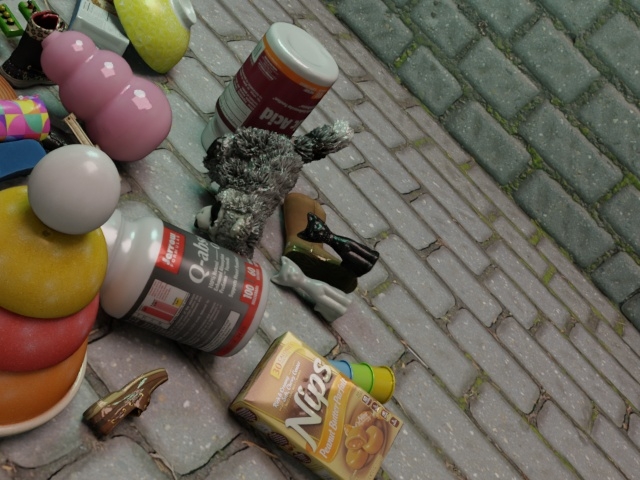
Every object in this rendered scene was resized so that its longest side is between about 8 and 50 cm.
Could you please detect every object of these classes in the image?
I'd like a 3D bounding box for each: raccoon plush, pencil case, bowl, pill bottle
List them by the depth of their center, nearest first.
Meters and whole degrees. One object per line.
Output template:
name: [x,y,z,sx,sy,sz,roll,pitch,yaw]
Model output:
pill bottle: [-0.301,0.078,1.437,0.363,0.210,0.210,26,34,-27]
pencil case: [-0.662,-0.240,1.465,0.104,0.104,0.236,51,31,12]
raccoon plush: [-0.099,-0.135,1.788,0.216,0.446,0.299,59,8,-55]
pill bottle: [-0.149,-0.376,2.003,0.224,0.392,0.224,29,34,-22]
bowl: [-0.451,-0.645,2.100,0.289,0.156,0.289,-22,90,-79]

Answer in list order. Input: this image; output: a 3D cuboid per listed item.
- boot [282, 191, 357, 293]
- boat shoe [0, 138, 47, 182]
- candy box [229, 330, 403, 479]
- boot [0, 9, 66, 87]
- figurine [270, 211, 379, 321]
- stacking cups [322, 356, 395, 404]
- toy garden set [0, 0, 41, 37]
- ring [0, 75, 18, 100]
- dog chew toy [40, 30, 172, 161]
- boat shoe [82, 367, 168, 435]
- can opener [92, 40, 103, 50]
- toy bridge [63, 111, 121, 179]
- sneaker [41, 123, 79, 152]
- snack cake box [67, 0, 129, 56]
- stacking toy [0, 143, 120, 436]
boot: [0.000,0.000,2.011,0.236,0.089,0.269,31,31,-20]
boat shoe: [-0.648,-0.135,1.426,0.258,0.089,0.109,-11,72,-60]
candy box: [-0.005,0.356,1.494,0.316,0.087,0.183,40,57,-7]
boot: [-0.641,-0.459,1.739,0.085,0.178,0.236,44,29,0]
figurine: [0.006,0.066,1.844,0.209,0.215,0.092,33,-8,-7]
stacking cups: [0.019,0.306,1.662,0.316,0.096,0.096,17,39,-31]
toy garden set: [-0.792,-0.553,1.722,0.244,0.049,0.204,-21,58,-33]
ring: [-0.791,-0.307,1.522,0.337,0.032,0.336,29,32,-21]
dog chew toy: [-0.500,-0.340,1.683,0.332,0.207,0.206,47,26,-26]
boat shoe: [-0.334,0.285,1.293,0.060,0.064,0.178,53,38,6]
can opener: [-0.515,-0.403,1.925,0.283,0.076,0.095,42,-3,-14]
toy bridge: [-0.506,-0.199,1.637,0.188,0.026,0.063,57,-5,-22]
sneaker: [-0.577,-0.205,1.624,0.089,0.051,0.170,12,33,-48]
snack cake box: [-0.617,-0.622,2.062,0.152,0.089,0.264,24,35,-27]
stacking toy: [-0.428,0.033,1.078,0.351,0.480,0.350,30,32,-22]
